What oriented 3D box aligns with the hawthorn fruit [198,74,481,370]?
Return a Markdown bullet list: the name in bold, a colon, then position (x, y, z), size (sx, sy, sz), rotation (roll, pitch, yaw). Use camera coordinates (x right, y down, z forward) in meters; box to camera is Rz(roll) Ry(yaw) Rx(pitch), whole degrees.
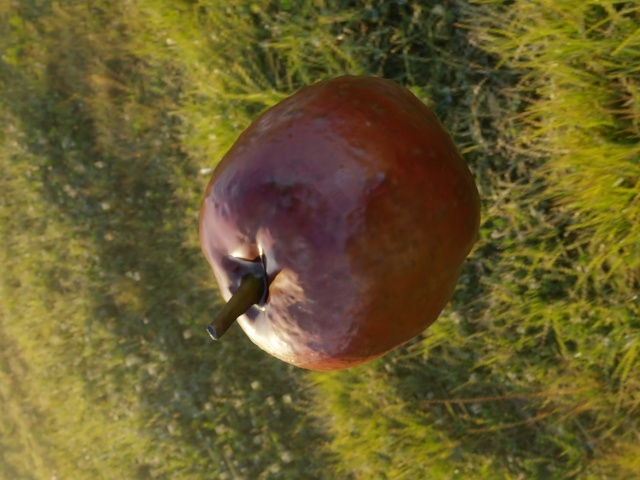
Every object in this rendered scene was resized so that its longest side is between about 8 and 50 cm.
- **hawthorn fruit**: position (0.000, 0.000, 0.941), size (0.287, 0.330, 0.287), rotation (26, 136, 28)
